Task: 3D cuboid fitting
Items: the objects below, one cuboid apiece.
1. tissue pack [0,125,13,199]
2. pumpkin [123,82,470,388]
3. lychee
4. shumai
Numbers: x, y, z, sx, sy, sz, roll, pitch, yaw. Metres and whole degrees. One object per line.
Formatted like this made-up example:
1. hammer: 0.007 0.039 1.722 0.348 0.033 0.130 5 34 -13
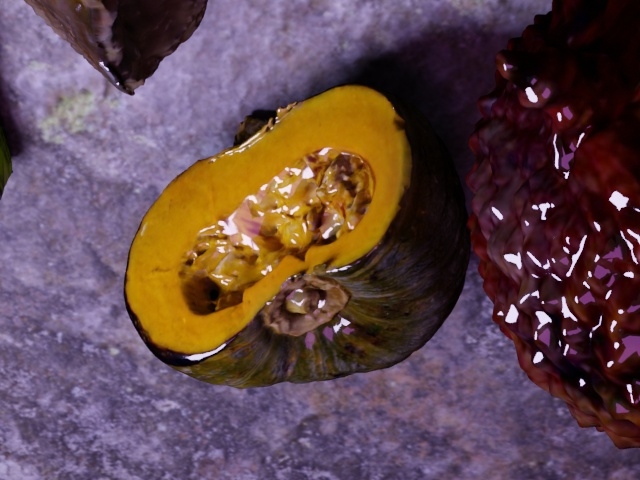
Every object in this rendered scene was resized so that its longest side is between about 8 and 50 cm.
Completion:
1. tissue pack: -0.390 -0.136 1.703 0.173 0.073 0.235 0 131 12
2. pumpkin: 0.000 0.000 1.690 0.325 0.242 0.232 -28 151 25
3. lychee: 0.301 -0.039 1.418 0.425 0.424 0.500 -27 146 30
4. shumai: -0.129 -0.287 1.464 0.283 0.217 0.346 -43 158 -4
